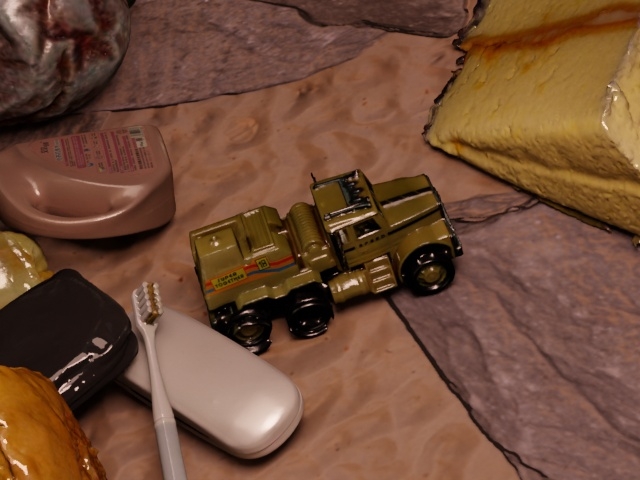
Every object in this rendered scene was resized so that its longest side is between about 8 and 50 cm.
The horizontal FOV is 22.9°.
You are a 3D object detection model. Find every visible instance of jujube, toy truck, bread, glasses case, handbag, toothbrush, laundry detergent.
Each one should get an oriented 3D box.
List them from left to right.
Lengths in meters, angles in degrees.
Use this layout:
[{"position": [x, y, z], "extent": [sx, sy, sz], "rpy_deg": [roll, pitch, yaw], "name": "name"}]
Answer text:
[{"position": [-0.390, 0.064, 1.631], "extent": [0.232, 0.088, 0.128], "rpy_deg": [-27, 53, -12], "name": "bread"}, {"position": [-0.329, 0.162, 1.502], "extent": [0.332, 0.075, 0.191], "rpy_deg": [-42, 37, -14], "name": "handbag"}, {"position": [-0.368, -0.255, 1.837], "extent": [0.308, 0.246, 0.215], "rpy_deg": [11, 30, 19], "name": "jujube"}, {"position": [-0.246, 0.225, 1.305], "extent": [0.146, 0.268, 0.268], "rpy_deg": [-26, 44, -4], "name": "bread"}, {"position": [-0.274, -0.051, 1.677], "extent": [0.237, 0.076, 0.171], "rpy_deg": [-9, 32, -12], "name": "laundry detergent"}, {"position": [-0.133, 0.183, 1.415], "extent": [0.025, 0.030, 0.342], "rpy_deg": [8, 52, -29], "name": "toothbrush"}, {"position": [-0.115, 0.130, 1.493], "extent": [0.233, 0.059, 0.092], "rpy_deg": [24, 61, 37], "name": "glasses case"}, {"position": [0.003, 0.003, 1.546], "extent": [0.257, 0.127, 0.127], "rpy_deg": [-16, 41, -4], "name": "toy truck"}, {"position": [0.299, -0.143, 1.676], "extent": [0.345, 0.242, 0.405], "rpy_deg": [-51, 19, -27], "name": "bread"}]

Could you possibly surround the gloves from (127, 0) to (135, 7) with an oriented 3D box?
[{"position": [-0.320, -0.318, 1.992], "extent": [0.268, 0.107, 0.135], "rpy_deg": [8, 38, 47], "name": "gloves"}]
